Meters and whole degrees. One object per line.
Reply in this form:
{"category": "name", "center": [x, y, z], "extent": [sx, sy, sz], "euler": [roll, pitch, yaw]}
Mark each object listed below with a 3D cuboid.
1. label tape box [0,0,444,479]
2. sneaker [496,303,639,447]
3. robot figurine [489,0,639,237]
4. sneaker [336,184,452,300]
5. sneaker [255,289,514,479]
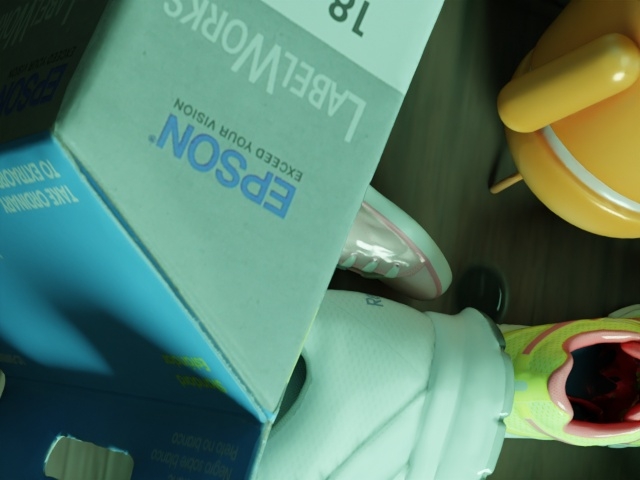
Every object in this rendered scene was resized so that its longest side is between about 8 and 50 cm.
{"category": "label tape box", "center": [-0.075, -0.053, 0.495], "extent": [0.106, 0.240, 0.334], "euler": [30, 73, -28]}
{"category": "sneaker", "center": [0.169, 0.078, 0.727], "extent": [0.208, 0.094, 0.081], "euler": [-4, 88, -33]}
{"category": "robot figurine", "center": [0.176, -0.085, 0.680], "extent": [0.128, 0.219, 0.158], "euler": [37, 47, -2]}
{"category": "sneaker", "center": [0.000, 0.000, 0.652], "extent": [0.134, 0.051, 0.070], "euler": [44, 69, -19]}
{"category": "sneaker", "center": [-0.010, 0.161, 0.625], "extent": [0.129, 0.111, 0.297], "euler": [18, 77, -10]}
